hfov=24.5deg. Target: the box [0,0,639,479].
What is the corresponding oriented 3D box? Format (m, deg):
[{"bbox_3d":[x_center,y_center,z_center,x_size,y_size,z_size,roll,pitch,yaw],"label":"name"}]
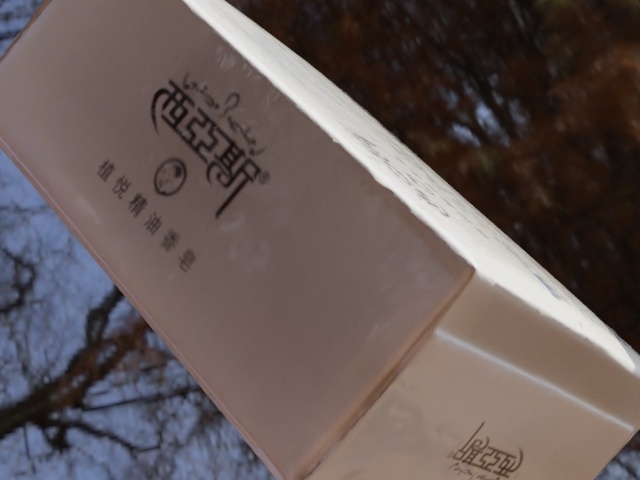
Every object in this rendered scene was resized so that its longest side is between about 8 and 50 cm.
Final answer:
[{"bbox_3d":[-0.002,0.002,0.671,0.116,0.274,0.203,-50,-36,8],"label":"box"}]
